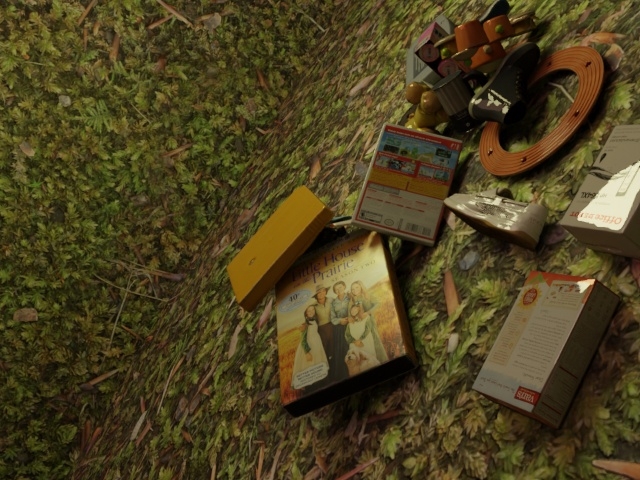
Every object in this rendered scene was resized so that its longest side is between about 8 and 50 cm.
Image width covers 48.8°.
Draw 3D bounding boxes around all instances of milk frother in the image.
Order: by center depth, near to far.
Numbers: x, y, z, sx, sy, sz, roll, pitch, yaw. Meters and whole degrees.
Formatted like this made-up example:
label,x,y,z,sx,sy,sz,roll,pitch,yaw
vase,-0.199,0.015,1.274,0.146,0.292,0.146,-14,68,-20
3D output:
label,x,y,z,sx,sy,sz,roll,pitch,yaw
milk frother,0.357,-0.353,1.733,0.129,0.135,0.143,-31,15,11

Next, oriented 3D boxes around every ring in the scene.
label,x,y,z,sx,sy,sz,roll,pitch,yaw
ring,0.482,-0.278,1.546,0.336,0.032,0.337,-45,26,28

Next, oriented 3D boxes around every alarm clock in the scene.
label,x,y,z,sx,sy,sz,roll,pitch,yaw
alarm clock,0.289,-0.351,2.020,0.192,0.064,0.129,-38,28,34

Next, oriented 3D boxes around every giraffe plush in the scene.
label,x,y,z,sx,sy,sz,roll,pitch,yaw
giraffe plush,0.280,-0.319,1.879,0.210,0.181,0.171,-113,43,-61

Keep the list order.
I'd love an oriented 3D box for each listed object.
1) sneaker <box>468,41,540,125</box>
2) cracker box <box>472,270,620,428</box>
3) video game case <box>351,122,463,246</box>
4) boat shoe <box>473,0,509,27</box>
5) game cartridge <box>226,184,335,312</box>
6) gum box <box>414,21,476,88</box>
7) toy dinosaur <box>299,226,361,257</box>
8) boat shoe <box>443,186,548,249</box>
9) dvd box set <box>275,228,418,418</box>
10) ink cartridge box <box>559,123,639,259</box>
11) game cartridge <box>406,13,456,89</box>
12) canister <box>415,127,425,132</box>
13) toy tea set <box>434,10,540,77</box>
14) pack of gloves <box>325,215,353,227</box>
label,x,y,z,sx,sy,sz,roll,pitch,yaw
sneaker,0.448,-0.346,1.591,0.222,0.083,0.118,-51,40,-3
cracker box,0.360,0.169,1.139,0.232,0.067,0.155,-60,21,-9
video game case,0.211,-0.139,1.704,0.025,0.203,0.285,79,-151,-68
boat shoe,0.460,-0.607,2.010,0.183,0.066,0.066,-45,18,5
game cartridge,-0.111,0.010,1.835,0.324,0.052,0.285,-47,21,4
gum box,0.349,-0.489,1.913,0.062,0.188,0.107,-38,21,40
toy dinosaur,0.000,0.000,1.917,0.160,0.121,0.313,2,33,41
boat shoe,0.358,-0.061,1.431,0.096,0.098,0.277,-57,31,-1
dvd box set,0.041,0.168,1.621,0.307,0.062,0.421,-25,40,16
ink cartridge box,0.508,-0.082,1.144,0.203,0.085,0.148,-59,22,-6
game cartridge,0.351,-0.582,2.214,0.198,0.062,0.297,-36,30,34
canister,0.241,-0.186,1.803,0.170,0.126,0.073,-51,-7,8
toy tea set,0.404,-0.465,1.736,0.336,0.124,0.200,-24,6,-43
pack of gloves,0.107,-0.072,1.801,0.195,0.232,0.046,-174,75,-71
